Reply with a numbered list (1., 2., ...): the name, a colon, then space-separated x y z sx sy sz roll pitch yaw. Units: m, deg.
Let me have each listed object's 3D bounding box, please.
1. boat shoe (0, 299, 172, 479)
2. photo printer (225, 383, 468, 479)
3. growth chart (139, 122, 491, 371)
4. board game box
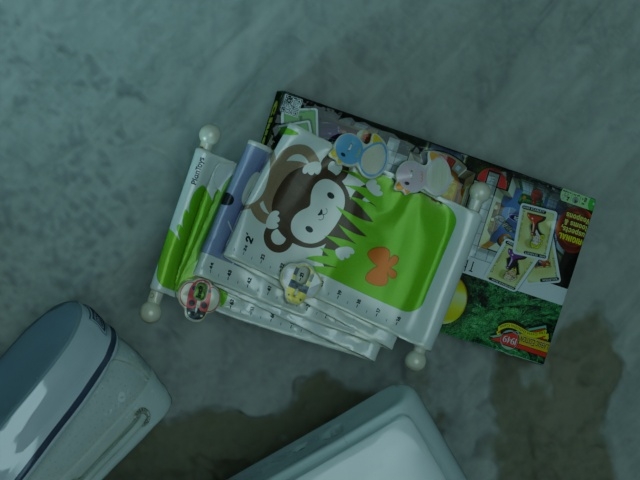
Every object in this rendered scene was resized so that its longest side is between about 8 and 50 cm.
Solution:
1. boat shoe: -0.232 0.227 1.390 0.156 0.136 0.367 43 75 -23
2. photo printer: 0.030 0.295 1.443 0.256 0.107 0.307 -29 100 0
3. growth chart: 0.000 0.000 1.452 0.237 0.021 0.172 13 88 -15
4. board game box: 0.069 -0.007 1.494 0.259 0.030 0.136 18 91 -14
